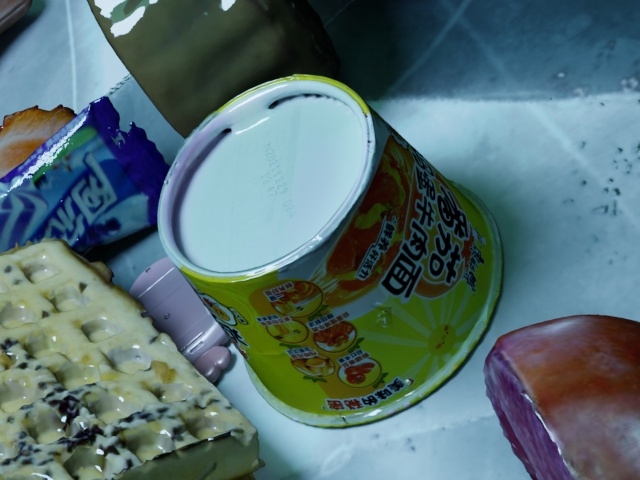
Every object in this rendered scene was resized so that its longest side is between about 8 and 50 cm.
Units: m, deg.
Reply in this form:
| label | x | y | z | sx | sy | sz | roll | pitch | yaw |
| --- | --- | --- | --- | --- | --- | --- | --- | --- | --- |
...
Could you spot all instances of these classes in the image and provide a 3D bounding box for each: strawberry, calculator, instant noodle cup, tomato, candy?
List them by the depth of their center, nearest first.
| label | x | y | z | sx | sy | sz | roll | pitch | yaw |
| --- | --- | --- | --- | --- | --- | --- | --- | --- | --- |
| tomato | 0.248 | 0.179 | 1.197 | 0.176 | 0.290 | 0.335 | -29 | 48 | 1 |
| instant noodle cup | 0.000 | 0.000 | 1.549 | 0.264 | 0.200 | 0.264 | -17 | 50 | 21 |
| calculator | -0.129 | 0.074 | 1.703 | 0.103 | 0.024 | 0.166 | -40 | 44 | 2 |
| candy | -0.273 | -0.018 | 1.792 | 0.275 | 0.145 | 0.070 | -32 | 25 | 10 |
| strawberry | -0.289 | -0.079 | 1.876 | 0.187 | 0.082 | 0.147 | -10 | 50 | 41 |

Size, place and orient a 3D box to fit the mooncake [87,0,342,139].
| label | x | y | z | sx | sy | sz | roll | pitch | yaw |
| --- | --- | --- | --- | --- | --- | --- | --- | --- | --- |
| mooncake | -0.102 | -0.220 | 1.727 | 0.161 | 0.290 | 0.290 | -33 | 46 | 8 |

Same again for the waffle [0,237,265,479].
| label | x | y | z | sx | sy | sz | roll | pitch | yaw |
| --- | --- | --- | --- | --- | --- | --- | --- | --- | --- |
| waffle | -0.251 | 0.140 | 1.586 | 0.261 | 0.114 | 0.376 | -12 | 34 | -31 |

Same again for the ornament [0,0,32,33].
| label | x | y | z | sx | sy | sz | roll | pitch | yaw |
| --- | --- | --- | --- | --- | --- | --- | --- | --- | --- |
| ornament | -0.469 | -0.229 | 2.037 | 0.235 | 0.221 | 0.218 | 18 | 71 | 13 |
